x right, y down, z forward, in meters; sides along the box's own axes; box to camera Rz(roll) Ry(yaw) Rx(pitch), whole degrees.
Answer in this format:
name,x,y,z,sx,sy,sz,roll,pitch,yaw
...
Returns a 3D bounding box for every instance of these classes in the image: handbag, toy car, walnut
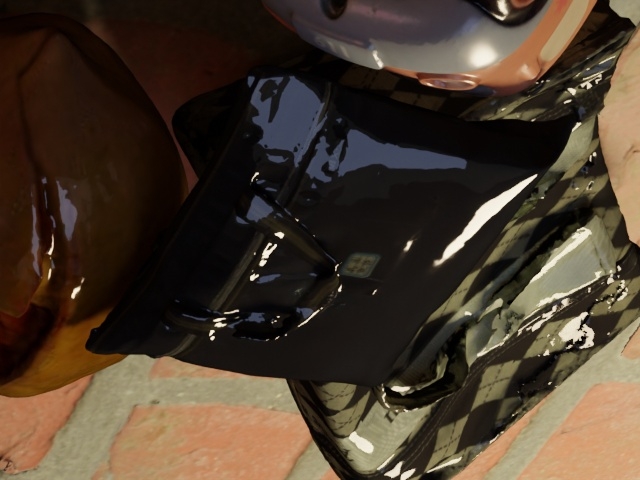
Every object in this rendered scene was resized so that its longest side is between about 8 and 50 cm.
name,x,y,z,sx,sy,sz,roll,pitch,yaw
handbag,0.000,0.000,1.072,0.211,0.089,0.254,6,138,-27
toy car,0.089,-0.196,1.032,0.270,0.180,0.212,-60,152,-10
walnut,-0.177,-0.029,1.148,0.203,0.203,0.298,-8,140,-19
handbag,0.098,-0.005,1.345,0.316,0.180,0.416,-31,144,-9
